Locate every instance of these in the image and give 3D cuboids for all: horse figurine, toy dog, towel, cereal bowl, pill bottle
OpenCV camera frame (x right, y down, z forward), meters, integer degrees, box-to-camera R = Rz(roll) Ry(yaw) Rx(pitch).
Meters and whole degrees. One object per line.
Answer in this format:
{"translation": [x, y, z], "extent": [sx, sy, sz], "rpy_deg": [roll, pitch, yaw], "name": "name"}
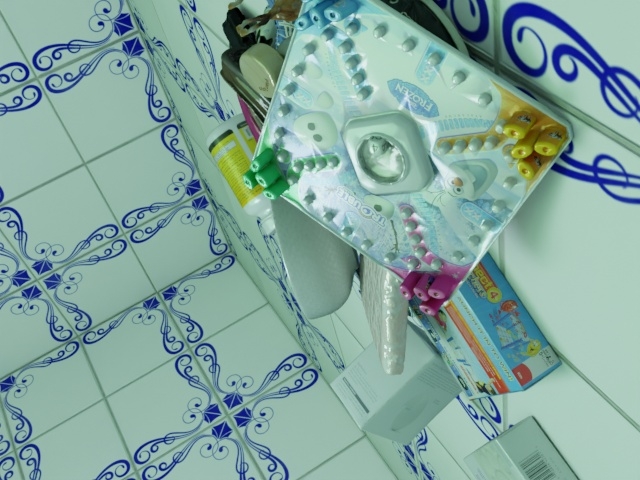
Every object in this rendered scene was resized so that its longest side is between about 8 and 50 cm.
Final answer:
{"translation": [-0.089, -0.458, 1.372], "extent": [0.066, 0.174, 0.263], "rpy_deg": [71, 176, -51], "name": "horse figurine"}
{"translation": [0.020, -0.210, 1.190], "extent": [0.161, 0.220, 0.333], "rpy_deg": [27, 171, 46], "name": "toy dog"}
{"translation": [0.122, 0.044, 1.449], "extent": [0.317, 0.053, 0.332], "rpy_deg": [-104, 9, -65], "name": "towel"}
{"translation": [0.000, 0.000, 1.648], "extent": [0.339, 0.141, 0.339], "rpy_deg": [-16, -90, -85], "name": "cereal bowl"}
{"translation": [-0.177, -0.192, 2.131], "extent": [0.334, 0.187, 0.188], "rpy_deg": [60, 167, 4], "name": "pill bottle"}

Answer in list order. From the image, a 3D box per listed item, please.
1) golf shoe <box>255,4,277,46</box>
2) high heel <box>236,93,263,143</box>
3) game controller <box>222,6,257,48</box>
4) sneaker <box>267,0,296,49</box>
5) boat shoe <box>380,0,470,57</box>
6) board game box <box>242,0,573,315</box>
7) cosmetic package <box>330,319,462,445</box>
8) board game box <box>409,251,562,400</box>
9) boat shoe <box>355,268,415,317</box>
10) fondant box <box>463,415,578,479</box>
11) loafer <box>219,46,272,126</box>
{"translation": [-0.120, -0.444, 1.584], "extent": [0.069, 0.086, 0.176], "rpy_deg": [30, 170, -5], "name": "golf shoe"}
{"translation": [-0.147, -0.239, 1.934], "extent": [0.181, 0.127, 0.377], "rpy_deg": [-22, 101, 44], "name": "high heel"}
{"translation": [-0.163, -0.426, 1.758], "extent": [0.166, 0.067, 0.319], "rpy_deg": [72, 174, -48], "name": "game controller"}
{"translation": [-0.060, -0.419, 1.453], "extent": [0.211, 0.081, 0.080], "rpy_deg": [59, 168, 14], "name": "sneaker"}
{"translation": [0.082, -0.317, 1.068], "extent": [0.340, 0.113, 0.127], "rpy_deg": [54, 166, 25], "name": "boat shoe"}
{"translation": [0.085, -0.113, 1.034], "extent": [0.390, 0.050, 0.390], "rpy_deg": [35, 138, 9], "name": "board game box"}
{"translation": [0.184, 0.312, 1.623], "extent": [0.224, 0.224, 0.138], "rpy_deg": [36, -168, -50], "name": "cosmetic package"}
{"translation": [0.274, 0.140, 1.379], "extent": [0.308, 0.086, 0.302], "rpy_deg": [58, 166, 9], "name": "board game box"}
{"translation": [0.157, 0.122, 1.778], "extent": [0.183, 0.083, 0.065], "rpy_deg": [57, 166, 14], "name": "boat shoe"}
{"translation": [0.439, 0.523, 1.553], "extent": [0.238, 0.096, 0.330], "rpy_deg": [56, 167, 19], "name": "fondant box"}
{"translation": [-0.086, -0.253, 1.549], "extent": [0.366, 0.134, 0.130], "rpy_deg": [45, 127, 0], "name": "loafer"}
